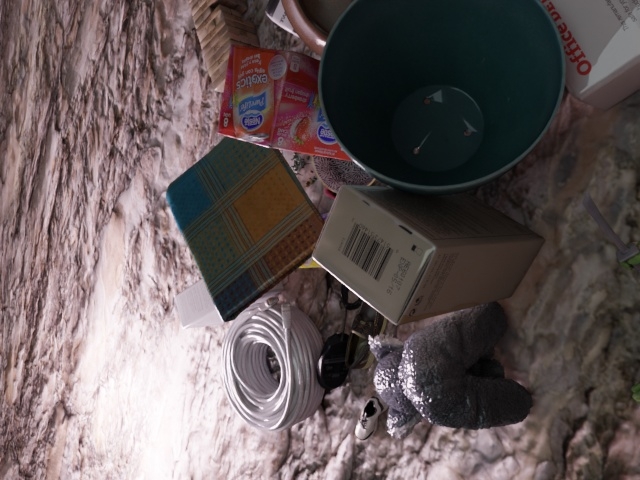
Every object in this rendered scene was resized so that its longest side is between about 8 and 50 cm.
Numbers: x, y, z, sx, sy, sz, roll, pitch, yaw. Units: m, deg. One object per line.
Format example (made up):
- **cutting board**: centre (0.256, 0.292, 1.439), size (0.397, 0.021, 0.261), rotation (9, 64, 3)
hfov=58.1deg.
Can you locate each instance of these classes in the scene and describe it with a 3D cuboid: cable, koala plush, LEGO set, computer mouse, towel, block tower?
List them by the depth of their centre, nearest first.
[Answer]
- **koala plush**: centre (0.161, 0.207, 0.887), size (0.221, 0.203, 0.196), rotation (-26, 73, 51)
- **computer mouse**: centre (0.033, 0.162, 1.067), size (0.041, 0.071, 0.242), rotation (25, 107, 54)
- **LEGO set**: centre (-0.039, -0.145, 1.147), size (0.083, 0.023, 0.054), rotation (45, 119, 31)
- **towel**: centre (-0.158, -0.054, 1.152), size (0.271, 0.040, 0.370), rotation (-39, 56, 9)
- **cable**: centre (-0.100, 0.253, 1.174), size (0.257, 0.089, 0.257), rotation (-22, 77, 41)
- **block tower**: centre (-0.209, -0.471, 1.245), size (0.097, 0.091, 0.335), rotation (-31, 71, 39)

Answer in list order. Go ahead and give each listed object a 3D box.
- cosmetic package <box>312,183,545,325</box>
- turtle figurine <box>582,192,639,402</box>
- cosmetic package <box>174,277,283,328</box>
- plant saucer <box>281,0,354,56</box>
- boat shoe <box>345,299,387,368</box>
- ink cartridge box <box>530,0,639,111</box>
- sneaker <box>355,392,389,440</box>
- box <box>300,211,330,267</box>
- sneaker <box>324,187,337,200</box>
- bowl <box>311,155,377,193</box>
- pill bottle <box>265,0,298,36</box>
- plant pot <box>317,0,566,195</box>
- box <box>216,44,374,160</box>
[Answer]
- **cosmetic package**: centre (0.157, 0.009, 0.788), size (0.160, 0.309, 0.113), rotation (38, 115, 35)
- **turtle figurine**: centre (0.394, 0.082, 0.639), size (0.198, 0.274, 0.266), rotation (26, 118, 54)
- **cosmetic package**: centre (-0.200, 0.113, 1.239), size (0.231, 0.117, 0.085), rotation (-32, 69, 36)
- **plant saucer**: centre (0.070, -0.434, 0.926), size (0.310, 0.050, 0.311), rotation (6, 112, 15)
- **boat shoe**: centre (0.080, 0.163, 1.034), size (0.056, 0.049, 0.152), rotation (18, 103, 40)
- **ink cartridge box**: centre (0.399, -0.319, 0.689), size (0.273, 0.114, 0.198), rotation (-35, 68, 37)
- **sneaker**: centre (0.085, 0.318, 1.040), size (0.040, 0.043, 0.109), rotation (36, 116, 33)
- **box**: centre (0.000, 0.000, 1.106), size (0.179, 0.043, 0.105), rotation (-4, 88, 44)
- **sneaker**: centre (0.055, -0.077, 1.044), size (0.119, 0.057, 0.047), rotation (22, 104, 38)
- **bowl**: centre (0.072, -0.163, 1.010), size (0.170, 0.080, 0.170), rotation (0, 90, 42)
- **pill bottle**: centre (0.009, -0.488, 1.021), size (0.130, 0.130, 0.246), rotation (48, 121, 30)
- **plant pot**: centre (0.158, -0.186, 0.780), size (0.290, 0.195, 0.290), rotation (-2, 80, 11)
- **box**: centre (-0.014, -0.195, 0.859), size (0.122, 0.257, 0.128), rotation (20, 103, 38)
